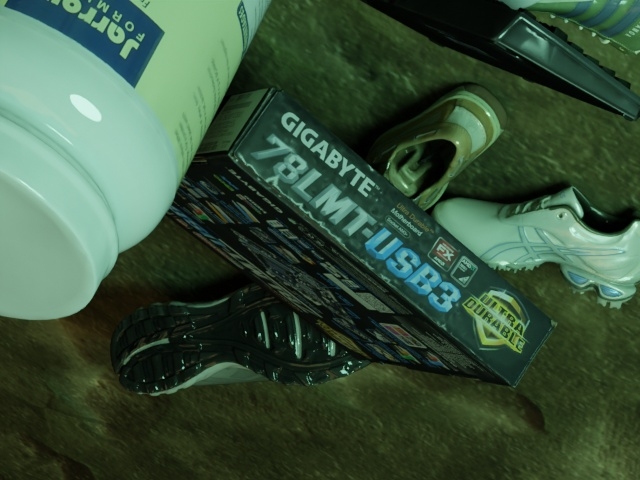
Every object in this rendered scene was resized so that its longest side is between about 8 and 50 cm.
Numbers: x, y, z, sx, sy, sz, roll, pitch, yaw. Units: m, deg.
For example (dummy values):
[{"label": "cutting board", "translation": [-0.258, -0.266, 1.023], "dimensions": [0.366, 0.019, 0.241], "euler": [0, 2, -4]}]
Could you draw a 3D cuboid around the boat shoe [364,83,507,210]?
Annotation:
[{"label": "boat shoe", "translation": [0.068, -0.054, 1.503], "dimensions": [0.068, 0.072, 0.190], "euler": [42, 145, -1]}]

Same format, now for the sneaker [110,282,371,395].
[{"label": "sneaker", "translation": [-0.058, 0.086, 1.811], "dimensions": [0.271, 0.100, 0.108], "euler": [-6, 178, 26]}]

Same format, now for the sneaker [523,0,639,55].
[{"label": "sneaker", "translation": [0.186, -0.153, 1.277], "dimensions": [0.192, 0.064, 0.086], "euler": [1, 142, 17]}]

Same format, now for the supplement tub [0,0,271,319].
[{"label": "supplement tub", "translation": [-0.176, -0.134, 1.311], "dimensions": [0.235, 0.325, 0.235], "euler": [17, 148, 11]}]

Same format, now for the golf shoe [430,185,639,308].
[{"label": "golf shoe", "translation": [0.174, -0.015, 1.529], "dimensions": [0.176, 0.069, 0.086], "euler": [15, 128, 9]}]

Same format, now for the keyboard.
[{"label": "keyboard", "translation": [0.068, -0.153, 1.241], "dimensions": [0.201, 0.033, 0.317], "euler": [26, -177, -24]}]

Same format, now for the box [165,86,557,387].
[{"label": "box", "translation": [0.000, 0.000, 1.555], "dimensions": [0.295, 0.073, 0.293], "euler": [39, 167, -18]}]

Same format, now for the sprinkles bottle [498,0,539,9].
[{"label": "sprinkles bottle", "translation": [0.023, -0.286, 1.141], "dimensions": [0.355, 0.121, 0.121], "euler": [38, 146, -22]}]
